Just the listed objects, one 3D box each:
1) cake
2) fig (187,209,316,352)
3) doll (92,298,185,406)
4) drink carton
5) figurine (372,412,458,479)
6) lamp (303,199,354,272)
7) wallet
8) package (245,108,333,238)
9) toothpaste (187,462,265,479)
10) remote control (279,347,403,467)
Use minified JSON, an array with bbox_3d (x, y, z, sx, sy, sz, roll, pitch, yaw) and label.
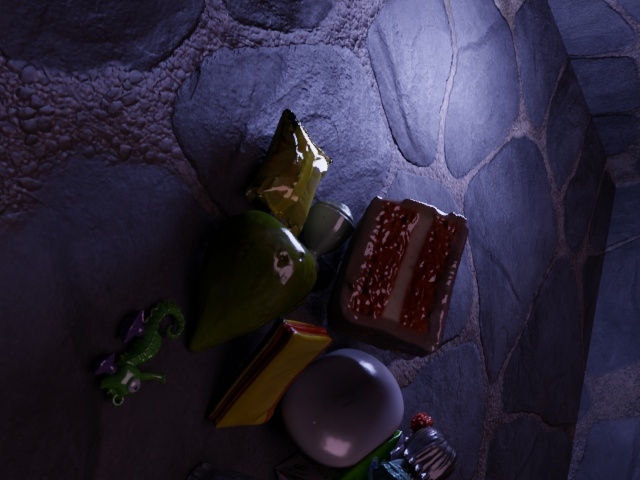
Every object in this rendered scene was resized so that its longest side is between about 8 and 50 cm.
[{"bbox_3d":[0.161,0.079,1.259,0.230,0.237,0.308,112,-3,-70],"label":"cake"},{"bbox_3d":[-0.140,0.091,1.035,0.275,0.206,0.206,-49,130,-8],"label":"fig"},{"bbox_3d":[-0.282,0.177,0.943,0.115,0.050,0.190,49,53,-34],"label":"doll"},{"bbox_3d":[0.044,0.493,1.255,0.271,0.161,0.108,-16,104,-46],"label":"drink carton"},{"bbox_3d":[0.183,0.471,1.215,0.246,0.110,0.137,-25,85,-40],"label":"figurine"},{"bbox_3d":[0.000,0.000,1.240,0.106,0.106,0.193,46,64,-40],"label":"lamp"},{"bbox_3d":[-0.092,0.244,1.081,0.241,0.067,0.141,-52,145,14],"label":"wallet"},{"bbox_3d":[-0.061,-0.130,1.169,0.168,0.090,0.226,45,55,-37],"label":"package"},{"bbox_3d":[-0.104,0.438,0.964,0.114,0.299,0.073,-46,125,-38],"label":"toothpaste"},{"bbox_3d":[0.052,0.347,1.252,0.332,0.103,0.221,-15,59,-49],"label":"remote control"}]
